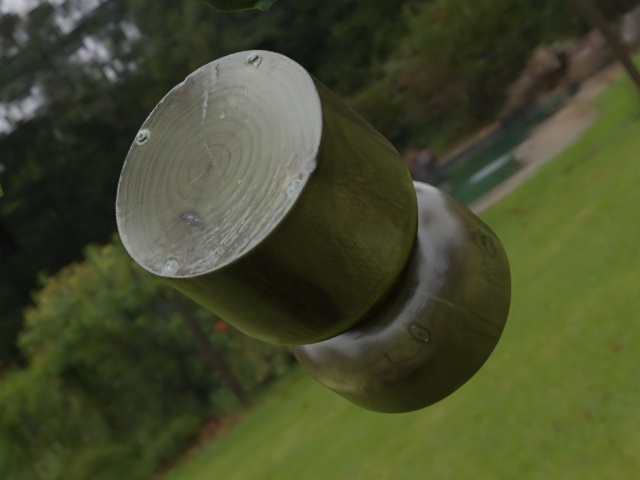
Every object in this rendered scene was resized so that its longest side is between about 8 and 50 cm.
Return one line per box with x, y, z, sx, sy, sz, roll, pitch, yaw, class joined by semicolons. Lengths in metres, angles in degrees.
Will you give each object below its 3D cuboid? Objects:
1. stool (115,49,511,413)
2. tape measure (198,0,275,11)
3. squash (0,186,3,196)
0.000;0.000;1.304;0.179;0.264;0.179;-19;55;30;stool
-0.089;-0.345;1.646;0.147;0.256;0.275;-92;27;-52;tape measure
-0.339;-0.126;1.538;0.133;0.220;0.220;-22;6;13;squash
